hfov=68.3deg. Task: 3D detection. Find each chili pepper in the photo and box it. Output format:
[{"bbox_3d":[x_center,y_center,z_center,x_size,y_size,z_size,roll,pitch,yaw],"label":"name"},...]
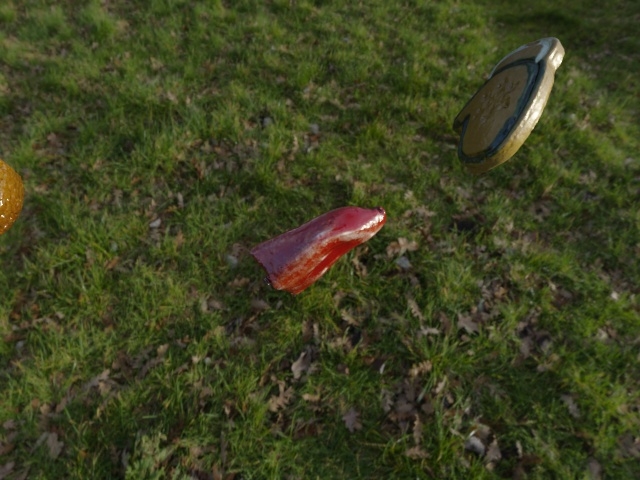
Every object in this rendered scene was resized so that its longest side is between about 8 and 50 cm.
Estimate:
[{"bbox_3d":[0.000,0.000,0.858,0.144,0.252,0.136,49,18,-32],"label":"chili pepper"}]

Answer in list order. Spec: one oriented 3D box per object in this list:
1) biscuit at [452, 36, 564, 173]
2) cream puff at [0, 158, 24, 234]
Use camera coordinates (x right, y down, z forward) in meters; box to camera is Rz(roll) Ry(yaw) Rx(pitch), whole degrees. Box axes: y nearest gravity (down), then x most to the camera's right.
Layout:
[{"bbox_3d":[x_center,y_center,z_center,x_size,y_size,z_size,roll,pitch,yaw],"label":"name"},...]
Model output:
[{"bbox_3d":[0.420,-0.320,1.132,0.057,0.344,0.287,30,-7,-19],"label":"biscuit"},{"bbox_3d":[-0.682,-0.081,0.807,0.302,0.303,0.212,17,74,-2],"label":"cream puff"}]
